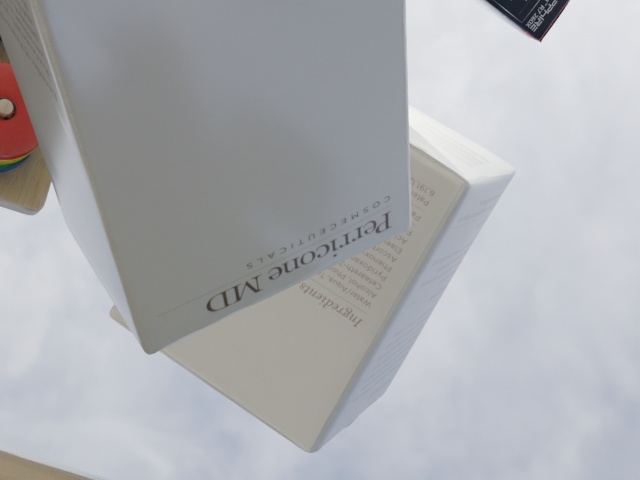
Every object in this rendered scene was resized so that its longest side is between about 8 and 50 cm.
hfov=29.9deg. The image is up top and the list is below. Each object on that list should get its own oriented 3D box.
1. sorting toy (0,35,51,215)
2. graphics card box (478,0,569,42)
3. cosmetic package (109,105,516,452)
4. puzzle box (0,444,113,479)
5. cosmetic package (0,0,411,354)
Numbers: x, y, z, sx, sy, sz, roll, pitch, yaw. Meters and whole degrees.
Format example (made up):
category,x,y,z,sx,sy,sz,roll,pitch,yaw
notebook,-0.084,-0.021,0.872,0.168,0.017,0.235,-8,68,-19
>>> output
category,x,y,z,sx,sy,sz,roll,pitch,yaw
sorting toy,-0.335,-0.188,1.091,0.089,0.255,0.257,-24,-129,60
graphics card box,0.147,-0.423,1.593,0.094,0.371,0.233,-54,-147,12
cosmetic package,0.000,0.000,1.579,0.327,0.329,0.394,32,-76,12
puzzle box,-0.145,0.189,0.814,0.409,0.272,0.052,-17,-128,68
cosmetic package,-0.080,-0.157,0.744,0.230,0.453,0.161,-26,-128,-15
